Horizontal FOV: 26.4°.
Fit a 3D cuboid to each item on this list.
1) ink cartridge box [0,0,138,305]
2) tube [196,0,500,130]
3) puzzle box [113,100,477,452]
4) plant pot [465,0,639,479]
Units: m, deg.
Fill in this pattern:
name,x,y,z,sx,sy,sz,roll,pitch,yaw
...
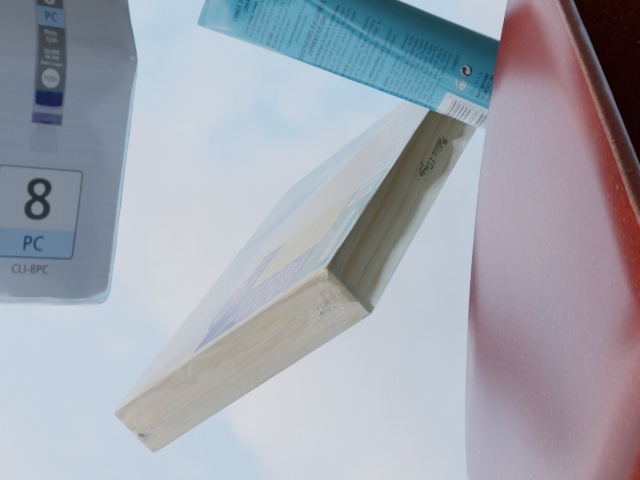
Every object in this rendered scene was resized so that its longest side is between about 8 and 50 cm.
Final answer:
name,x,y,z,sx,sy,sz,roll,pitch,yaw
ink cartridge box,-0.237,-0.160,0.690,0.308,0.384,0.091,3,-171,-36
tube,0.033,-0.117,0.803,0.207,0.080,0.052,20,-135,-5
puzzle box,0.000,0.000,1.213,0.052,0.272,0.409,48,-143,-10
plant pot,0.179,0.067,0.485,0.267,0.235,0.267,11,-148,-8
